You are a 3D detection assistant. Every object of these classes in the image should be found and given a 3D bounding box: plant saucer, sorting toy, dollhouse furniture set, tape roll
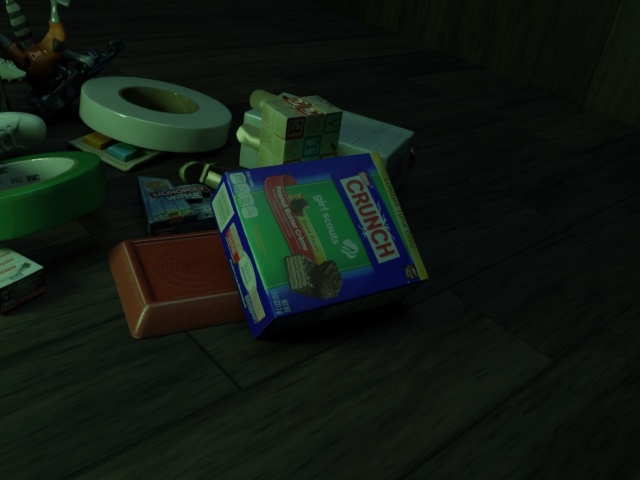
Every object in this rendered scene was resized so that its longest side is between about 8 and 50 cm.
[{"bbox_3d":[-0.236,0.059,1.147,0.258,0.048,0.259,-7,36,-25],"label":"plant saucer"},{"bbox_3d":[-0.489,-0.245,1.576,0.208,0.038,0.193,22,34,20],"label":"sorting toy"},{"bbox_3d":[-0.134,-0.207,1.388,0.160,0.242,0.212,25,8,16],"label":"dollhouse furniture set"},{"bbox_3d":[-0.567,-0.088,1.181,0.320,0.077,0.321,-5,22,2],"label":"tape roll"},{"bbox_3d":[-0.429,-0.338,1.660,0.391,0.072,0.392,14,26,-7],"label":"tape roll"}]

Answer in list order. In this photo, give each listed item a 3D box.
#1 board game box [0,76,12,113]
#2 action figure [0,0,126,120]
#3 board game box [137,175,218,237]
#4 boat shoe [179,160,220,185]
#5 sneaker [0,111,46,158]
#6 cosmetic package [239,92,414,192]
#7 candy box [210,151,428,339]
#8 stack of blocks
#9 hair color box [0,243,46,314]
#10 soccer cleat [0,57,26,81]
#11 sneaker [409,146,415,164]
[{"bbox_3d":[-0.760,-0.354,1.467,0.030,0.260,0.136,-13,37,-16],"label":"board game box"},{"bbox_3d":[-0.683,-0.483,1.633,0.178,0.330,0.341,33,60,12],"label":"action figure"},{"bbox_3d":[-0.304,-0.078,1.335,0.194,0.060,0.194,-14,39,-33],"label":"board game box"},{"bbox_3d":[-0.286,-0.157,1.460,0.048,0.056,0.153,5,14,20],"label":"boat shoe"},{"bbox_3d":[-0.744,-0.197,1.381,0.289,0.106,0.123,-19,44,-22],"label":"sneaker"},{"bbox_3d":[0.014,-0.230,1.581,0.384,0.156,0.217,20,33,19],"label":"cosmetic package"},{"bbox_3d":[0.000,0.000,1.120,0.317,0.122,0.268,-11,72,-30],"label":"candy box"},{"bbox_3d":[-0.034,-0.132,1.267,0.171,0.297,0.087,-16,39,-33],"label":"stack of blocks"},{"bbox_3d":[-0.557,0.053,1.062,0.167,0.054,0.093,22,32,23],"label":"hair color box"},{"bbox_3d":[-0.929,-0.505,1.841,0.196,0.076,0.068,-20,42,-40],"label":"soccer cleat"},{"bbox_3d":[0.158,-0.255,1.724,0.221,0.087,0.128,2,31,-10],"label":"sneaker"}]
